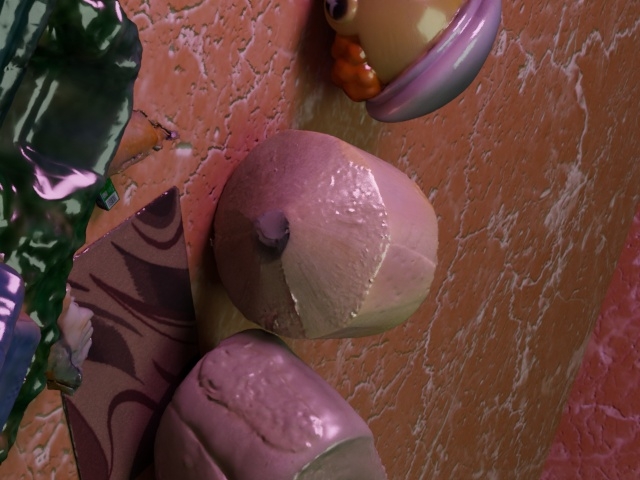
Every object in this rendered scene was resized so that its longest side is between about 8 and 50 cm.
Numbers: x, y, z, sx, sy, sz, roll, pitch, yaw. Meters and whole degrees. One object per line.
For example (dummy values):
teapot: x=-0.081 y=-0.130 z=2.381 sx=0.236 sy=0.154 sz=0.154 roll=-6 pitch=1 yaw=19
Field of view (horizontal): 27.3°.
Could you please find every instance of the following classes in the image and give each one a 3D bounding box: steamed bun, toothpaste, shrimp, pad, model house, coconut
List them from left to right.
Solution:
model house: x=-0.281 y=-0.032 z=0.768 sx=0.382 sy=0.334 sz=0.342 roll=-67 pitch=-165 yaw=1
shrimp: x=-0.248 y=-0.005 z=1.256 sx=0.185 sy=0.068 sz=0.287 roll=31 pitch=76 yaw=-58
toothpaste: x=-0.223 y=-0.065 z=1.309 sx=0.020 sy=0.017 sz=0.083 roll=-51 pitch=144 yaw=-28
pad: x=-0.206 y=0.125 z=1.455 sx=0.220 sy=0.004 sz=0.330 roll=-41 pitch=139 yaw=-42
steamed bun: x=-0.069 y=0.300 z=1.555 sx=0.236 sy=0.247 sz=0.383 roll=-36 pitch=147 yaw=-16
coconut: x=0.000 y=0.000 z=1.512 sx=0.244 sy=0.239 sz=0.239 roll=17 pitch=91 yaw=-60

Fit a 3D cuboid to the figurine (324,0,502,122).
figurine: x=0.091 y=-0.318 z=1.524 sx=0.224 sy=0.205 sz=0.382 roll=-56 pitch=139 yaw=-37
